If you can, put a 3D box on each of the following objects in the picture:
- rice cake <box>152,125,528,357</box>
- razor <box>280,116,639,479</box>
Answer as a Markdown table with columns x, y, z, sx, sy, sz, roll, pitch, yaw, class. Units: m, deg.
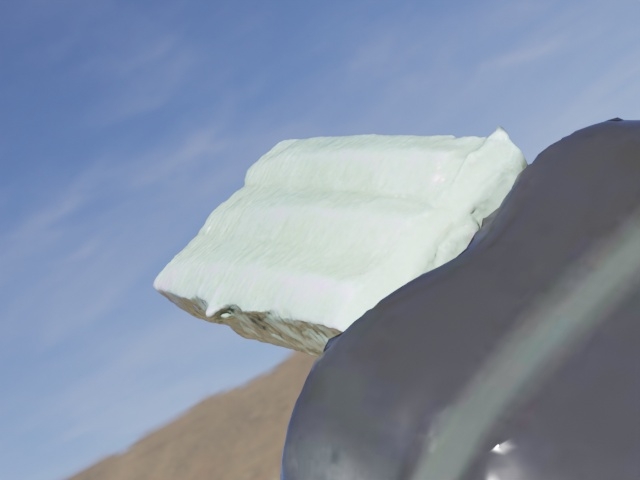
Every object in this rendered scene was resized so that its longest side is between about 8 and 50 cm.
| x | y | z | sx | sy | sz | roll | pitch | yaw | class |
| --- | --- | --- | --- | --- | --- | --- | --- | --- | --- |
| 0.000 | 0.000 | 0.685 | 0.127 | 0.043 | 0.237 | -50 | 21 | -17 | rice cake |
| 0.162 | 0.101 | 0.390 | 0.204 | 0.349 | 0.113 | -44 | -33 | -19 | razor |
